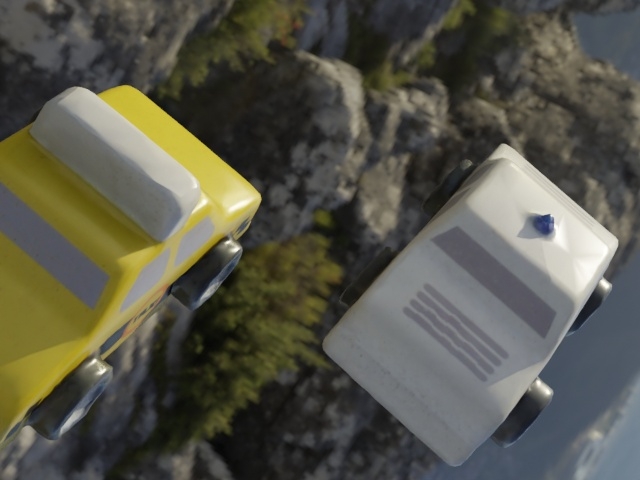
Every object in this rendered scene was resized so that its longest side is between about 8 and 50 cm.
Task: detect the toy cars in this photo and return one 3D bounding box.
[{"bbox_3d":[0.000,0.000,0.542,0.394,0.176,0.087,6,140,-32],"label":"toy cars"}]
